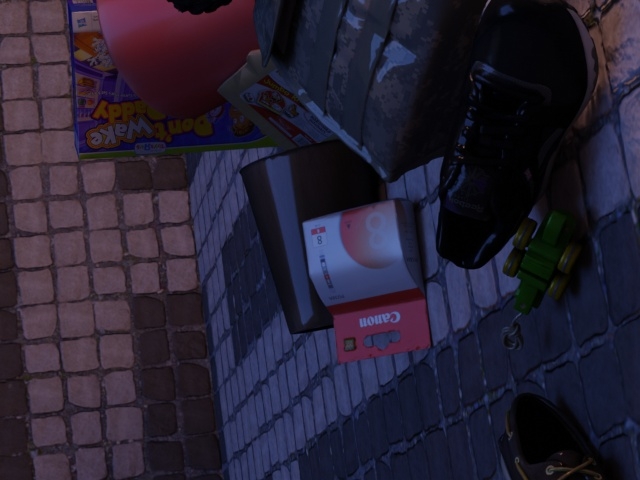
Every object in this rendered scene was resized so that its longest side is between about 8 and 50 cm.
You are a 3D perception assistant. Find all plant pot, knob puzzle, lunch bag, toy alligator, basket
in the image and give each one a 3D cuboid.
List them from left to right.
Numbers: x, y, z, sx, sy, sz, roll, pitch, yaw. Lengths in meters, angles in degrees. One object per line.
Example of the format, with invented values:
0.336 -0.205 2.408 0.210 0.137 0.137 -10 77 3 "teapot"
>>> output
-0.128 -0.324 2.000 0.243 0.275 0.275 -12 81 36 "plant pot"
-0.018 -0.191 1.927 0.213 0.213 0.030 104 -170 -53 "knob puzzle"
0.000 0.000 1.899 0.204 0.154 0.226 -16 82 48 "basket"
0.045 -0.240 1.359 0.287 0.169 0.235 45 138 28 "lunch bag"
0.197 0.026 1.310 0.051 0.056 0.189 -52 -17 -36 "toy alligator"

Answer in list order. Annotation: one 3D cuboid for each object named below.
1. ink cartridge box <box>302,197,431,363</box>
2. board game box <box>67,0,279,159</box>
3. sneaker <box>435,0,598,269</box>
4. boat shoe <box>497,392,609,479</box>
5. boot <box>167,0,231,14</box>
0.053 0.050 1.751 0.145 0.045 0.179 -13 77 37 "ink cartridge box"
-0.206 -0.256 2.247 0.078 0.347 0.233 -121 29 -62 "board game box"
0.156 -0.081 1.232 0.283 0.107 0.124 91 -155 -51 "sneaker"
0.205 0.208 1.255 0.228 0.081 0.068 -120 24 -66 "boat shoe"
-0.097 -0.394 1.438 0.260 0.131 0.348 -121 47 -80 "boot"
